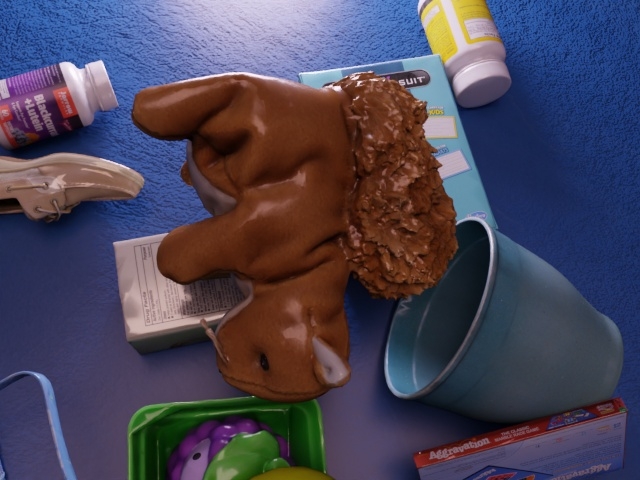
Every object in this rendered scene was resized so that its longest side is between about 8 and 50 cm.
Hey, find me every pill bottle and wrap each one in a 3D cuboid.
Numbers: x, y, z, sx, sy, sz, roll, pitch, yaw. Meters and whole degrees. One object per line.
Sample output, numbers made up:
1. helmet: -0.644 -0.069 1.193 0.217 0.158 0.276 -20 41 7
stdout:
1. pill bottle: -0.436 -0.226 1.119 0.194 0.108 0.108 -21 73 -13
2. pill bottle: 0.259 -0.352 1.230 0.119 0.119 0.208 -11 71 -10

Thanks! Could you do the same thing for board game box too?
1. board game box: 0.119 -0.136 1.155 0.254 0.079 0.336 -10 70 -9
2. board game box: 0.275 0.302 0.943 0.281 0.145 0.027 -16 38 2

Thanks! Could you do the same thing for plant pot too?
1. plant pot: 0.268 0.142 0.982 0.255 0.272 0.271 25 68 -13

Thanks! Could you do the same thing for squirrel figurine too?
1. squirrel figurine: 0.000 0.000 0.860 0.397 0.281 0.370 -14 78 -8

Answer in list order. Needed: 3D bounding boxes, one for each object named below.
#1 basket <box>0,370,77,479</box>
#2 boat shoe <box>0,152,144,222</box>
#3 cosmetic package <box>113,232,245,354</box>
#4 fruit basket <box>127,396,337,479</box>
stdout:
1. basket: -0.440 0.332 0.856 0.289 0.201 0.254 -24 72 -4
2. boat shoe: -0.425 -0.073 1.068 0.303 0.109 0.098 2 74 1
3. cosmetic package: -0.141 0.062 1.028 0.296 0.129 0.153 -9 72 -10
4. fruit basket: -0.084 0.362 0.795 0.283 0.392 0.391 -3 70 -7
